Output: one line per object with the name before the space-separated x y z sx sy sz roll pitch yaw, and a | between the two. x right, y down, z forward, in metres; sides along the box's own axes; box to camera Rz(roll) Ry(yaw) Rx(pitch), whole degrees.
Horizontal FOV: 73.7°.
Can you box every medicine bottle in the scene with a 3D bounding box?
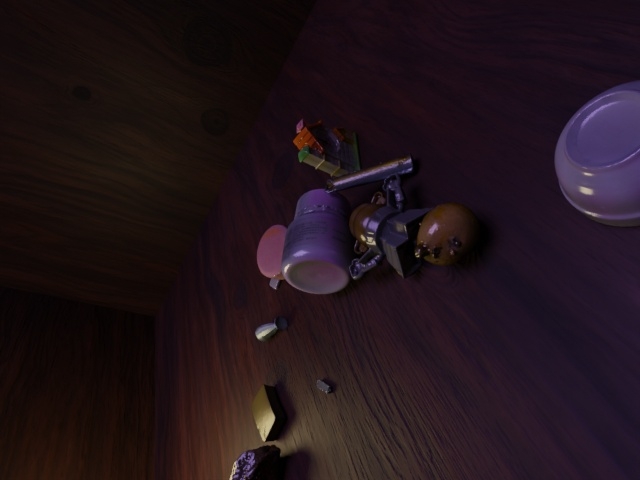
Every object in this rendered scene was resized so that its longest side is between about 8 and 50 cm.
medicine bottle | 0.000 0.000 1.526 0.256 0.256 0.324 -39 35 41

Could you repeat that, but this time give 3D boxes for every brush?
brush | -0.203 0.667 1.658 0.123 0.059 0.197 -65 30 14

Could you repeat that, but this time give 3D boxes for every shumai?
shumai | -0.250 0.815 1.521 0.185 0.184 0.218 9 94 57

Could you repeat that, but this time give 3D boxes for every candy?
candy | -0.178 0.054 1.894 0.255 0.094 0.255 -15 68 41

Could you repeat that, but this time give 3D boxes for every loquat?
loquat | 0.321 -0.011 1.103 0.149 0.204 0.172 50 153 13

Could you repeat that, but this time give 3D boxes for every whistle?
whistle | 0.162 -0.222 1.462 0.326 0.057 0.068 -13 37 24

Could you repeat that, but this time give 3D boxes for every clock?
clock | 0.025 -0.371 1.698 0.106 0.255 0.219 -39 43 41

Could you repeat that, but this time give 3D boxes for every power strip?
power strip | 0.014 0.497 1.450 0.083 0.017 0.027 6 79 59

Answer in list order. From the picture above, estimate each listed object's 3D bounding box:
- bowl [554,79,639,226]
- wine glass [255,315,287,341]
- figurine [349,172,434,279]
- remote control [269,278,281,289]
bowl | 0.582 -0.183 0.816 0.287 0.144 0.287 -35 44 43
wine glass | -0.208 0.379 1.825 0.155 0.073 0.073 -33 47 41
figurine | 0.196 -0.035 1.323 0.342 0.167 0.285 -53 37 -11
remote control | -0.171 0.098 1.968 0.067 0.029 0.261 24 95 52
